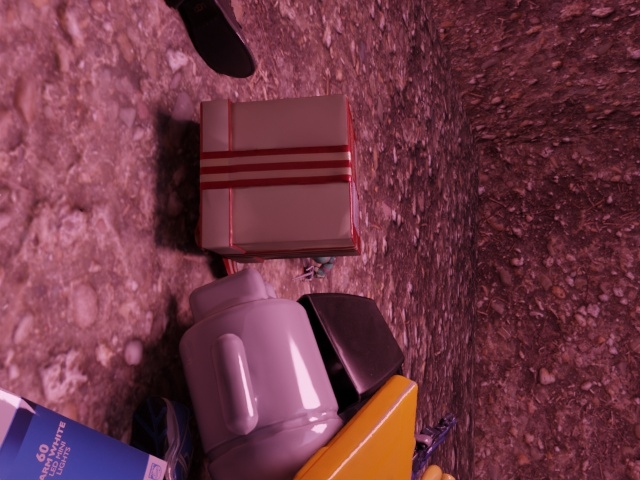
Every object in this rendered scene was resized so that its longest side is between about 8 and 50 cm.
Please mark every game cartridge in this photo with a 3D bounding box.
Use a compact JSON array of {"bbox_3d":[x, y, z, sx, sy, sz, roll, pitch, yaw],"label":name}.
[{"bbox_3d":[0.033,0.380,0.824,0.323,0.052,0.286,-27,125,-48],"label":"game cartridge"}]

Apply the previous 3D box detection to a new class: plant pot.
[{"bbox_3d":[0.028,0.195,1.042,0.166,0.187,0.188,-12,67,-43],"label":"plant pot"}]

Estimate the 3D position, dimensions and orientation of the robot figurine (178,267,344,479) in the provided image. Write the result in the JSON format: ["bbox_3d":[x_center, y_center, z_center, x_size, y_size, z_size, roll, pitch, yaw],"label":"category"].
[{"bbox_3d":[-0.085,0.223,0.881,0.300,0.199,0.354,53,16,-66],"label":"robot figurine"}]

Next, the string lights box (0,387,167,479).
[{"bbox_3d":[-0.288,0.217,0.597,0.260,0.133,0.077,54,40,-48],"label":"string lights box"}]

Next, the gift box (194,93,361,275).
[{"bbox_3d":[-0.068,-0.074,0.994,0.276,0.257,0.255,66,23,-75],"label":"gift box"}]

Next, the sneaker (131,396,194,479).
[{"bbox_3d":[-0.205,0.320,0.817,0.081,0.080,0.211,26,62,-59],"label":"sneaker"}]

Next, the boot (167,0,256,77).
[{"bbox_3d":[-0.164,-0.441,1.035,0.263,0.091,0.229,55,39,-44],"label":"boot"}]

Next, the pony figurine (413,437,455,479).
[{"bbox_3d":[0.168,0.641,1.239,0.363,0.302,0.351,-55,139,-42],"label":"pony figurine"}]

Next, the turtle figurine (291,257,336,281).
[{"bbox_3d":[0.000,0.000,1.286,0.234,0.118,0.175,-63,140,-57],"label":"turtle figurine"}]

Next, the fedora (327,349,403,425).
[{"bbox_3d":[0.050,0.316,1.273,0.334,0.152,0.335,18,69,-57],"label":"fedora"}]

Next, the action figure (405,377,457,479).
[{"bbox_3d":[0.182,0.489,1.511,0.341,0.178,0.331,-32,122,-35],"label":"action figure"}]
